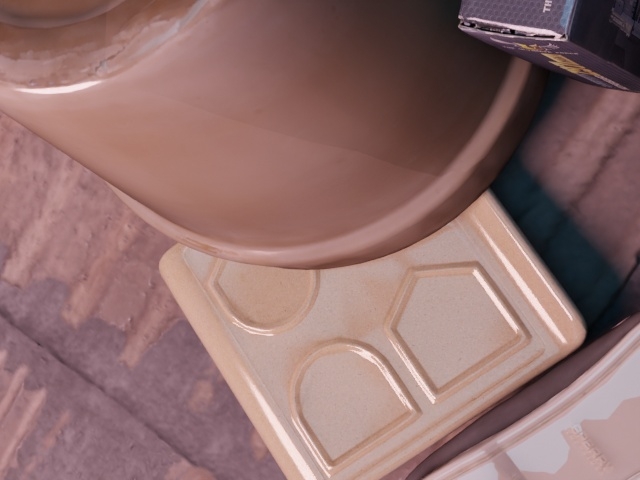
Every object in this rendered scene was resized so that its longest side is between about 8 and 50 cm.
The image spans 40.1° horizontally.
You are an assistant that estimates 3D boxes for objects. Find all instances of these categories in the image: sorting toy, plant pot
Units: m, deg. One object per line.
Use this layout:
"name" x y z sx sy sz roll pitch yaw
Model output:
"sorting toy" 0.000 0.000 0.600 0.229 0.041 0.307 -37 78 15
"plant pot" -0.052 -0.141 0.451 0.323 0.280 0.323 0 90 18

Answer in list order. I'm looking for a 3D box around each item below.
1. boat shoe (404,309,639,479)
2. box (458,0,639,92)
"boat shoe" 0.188 0.101 0.529 0.335 0.095 0.112 -33 89 13
"box" 0.154 -0.199 0.433 0.059 0.183 0.232 17 100 33
